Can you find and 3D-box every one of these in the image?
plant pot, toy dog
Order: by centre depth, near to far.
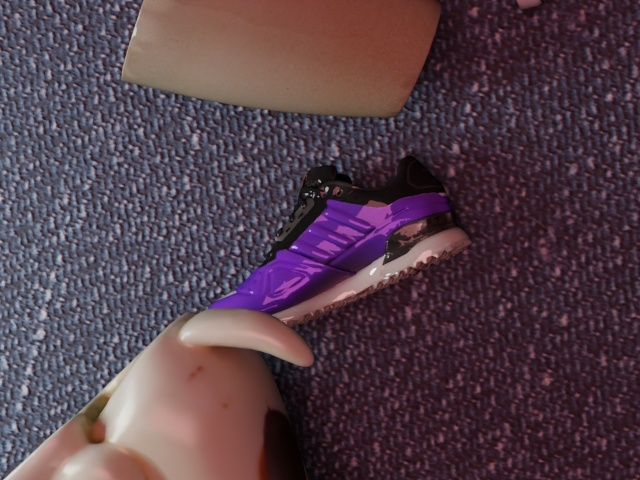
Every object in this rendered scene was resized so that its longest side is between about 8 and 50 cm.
[{"bbox_3d":[-0.028,-0.232,1.440,0.274,0.256,0.256,21,99,-7],"label":"plant pot"},{"bbox_3d":[-0.075,0.289,1.471,0.395,0.284,0.408,-42,92,16],"label":"toy dog"}]

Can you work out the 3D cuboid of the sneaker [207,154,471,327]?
[{"bbox_3d":[0.000,0.000,1.513,0.293,0.102,0.146,-24,85,9],"label":"sneaker"}]

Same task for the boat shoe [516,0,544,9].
[{"bbox_3d":[0.219,-0.370,1.432,0.088,0.096,0.268,-6,85,18],"label":"boat shoe"}]
